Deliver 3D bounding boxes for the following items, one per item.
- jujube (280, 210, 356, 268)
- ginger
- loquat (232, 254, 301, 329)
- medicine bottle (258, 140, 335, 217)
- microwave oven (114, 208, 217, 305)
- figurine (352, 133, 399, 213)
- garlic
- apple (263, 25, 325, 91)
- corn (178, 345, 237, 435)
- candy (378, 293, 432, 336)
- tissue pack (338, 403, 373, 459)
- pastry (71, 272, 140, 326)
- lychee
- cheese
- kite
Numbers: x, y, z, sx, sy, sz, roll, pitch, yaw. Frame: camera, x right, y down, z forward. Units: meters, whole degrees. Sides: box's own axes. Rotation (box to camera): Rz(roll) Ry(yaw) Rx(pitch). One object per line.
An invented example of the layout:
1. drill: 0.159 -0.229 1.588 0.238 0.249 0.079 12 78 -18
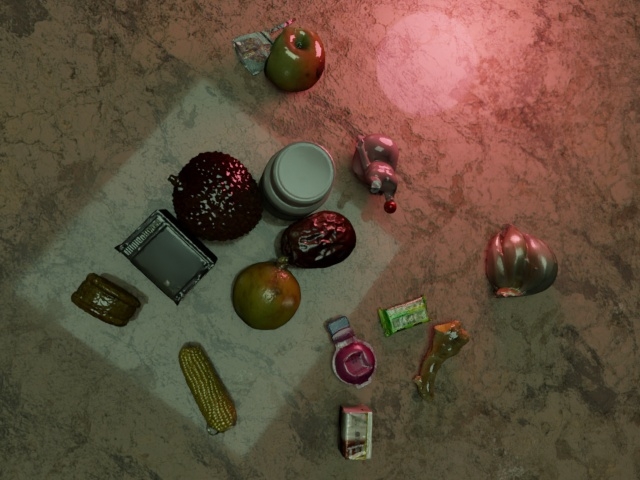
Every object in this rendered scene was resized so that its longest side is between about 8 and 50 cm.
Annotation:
1. jujube: 0.000 0.000 1.665 0.243 0.183 0.183 -14 89 -33
2. ginger: 0.412 0.409 1.781 0.131 0.086 0.294 22 91 -18
3. loquat: -0.160 0.154 1.609 0.213 0.213 0.246 23 104 -9
4. medicine bottle: -0.074 -0.176 1.580 0.208 0.340 0.208 1 87 -11
5. microwave oven: -0.455 0.043 1.572 0.178 0.188 0.247 -45 100 -5
6. figurine: 0.178 -0.226 1.713 0.176 0.186 0.287 8 50 -21
7. garlic: 0.718 0.081 1.846 0.238 0.210 0.291 16 87 24
8. apple: -0.081 -0.578 1.679 0.207 0.188 0.173 -17 91 -11
9. corn: -0.355 0.459 1.610 0.106 0.106 0.293 -28 88 -12
10. candy: 0.292 0.258 1.785 0.178 0.032 0.102 -18 87 -11
11. tissue pack: 0.111 0.620 1.688 0.099 0.106 0.148 3 85 -12
12. pastry: -0.628 0.177 1.523 0.189 0.189 0.103 33 79 -8
13. lychee: -0.317 -0.126 1.567 0.304 0.276 0.275 21 82 -29
14. cheese: 0.100 0.373 1.724 0.155 0.062 0.244 -25 91 -13
15. kite: -0.171 -0.667 1.756 0.245 0.015 0.141 -31 94 -8
